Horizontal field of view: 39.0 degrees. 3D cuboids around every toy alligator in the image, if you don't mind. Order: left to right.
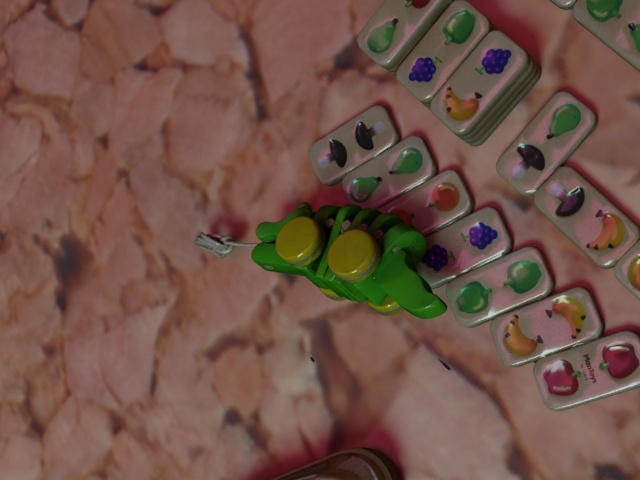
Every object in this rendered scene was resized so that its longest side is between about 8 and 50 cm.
[{"bbox_3d":[0.000,0.000,0.531,0.189,0.056,0.051,15,71,40],"label":"toy alligator"}]

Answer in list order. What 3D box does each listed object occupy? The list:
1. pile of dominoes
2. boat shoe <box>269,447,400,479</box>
[{"bbox_3d":[0.116,-0.043,0.480,0.196,0.040,0.251,-50,64,15],"label":"pile of dominoes"},{"bbox_3d":[-0.045,0.176,0.523,0.190,0.072,0.068,-40,68,19],"label":"boat shoe"}]
